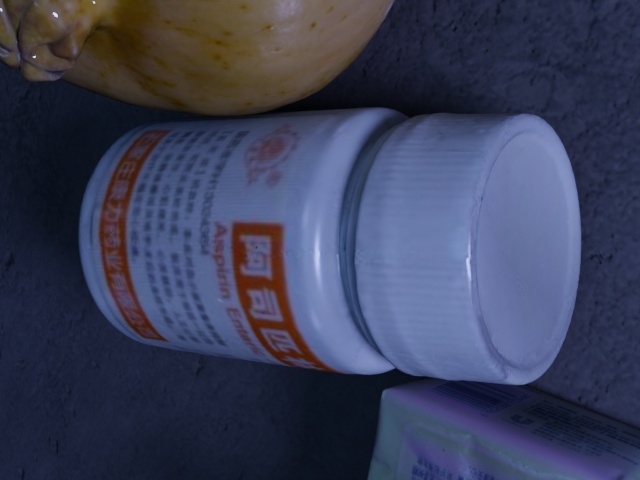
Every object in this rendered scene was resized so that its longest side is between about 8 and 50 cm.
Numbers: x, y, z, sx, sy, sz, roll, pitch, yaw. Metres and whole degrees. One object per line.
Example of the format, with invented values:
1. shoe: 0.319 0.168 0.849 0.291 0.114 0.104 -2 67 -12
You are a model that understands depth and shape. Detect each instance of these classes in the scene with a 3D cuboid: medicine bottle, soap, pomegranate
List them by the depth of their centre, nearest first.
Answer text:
1. soap: 0.143 0.214 0.758 0.199 0.138 0.182 19 105 34
2. pomegranate: -0.113 -0.271 0.758 0.411 0.411 0.412 3 96 36
3. medicine bottle: 0.000 0.000 0.802 0.371 0.211 0.211 3 95 36
